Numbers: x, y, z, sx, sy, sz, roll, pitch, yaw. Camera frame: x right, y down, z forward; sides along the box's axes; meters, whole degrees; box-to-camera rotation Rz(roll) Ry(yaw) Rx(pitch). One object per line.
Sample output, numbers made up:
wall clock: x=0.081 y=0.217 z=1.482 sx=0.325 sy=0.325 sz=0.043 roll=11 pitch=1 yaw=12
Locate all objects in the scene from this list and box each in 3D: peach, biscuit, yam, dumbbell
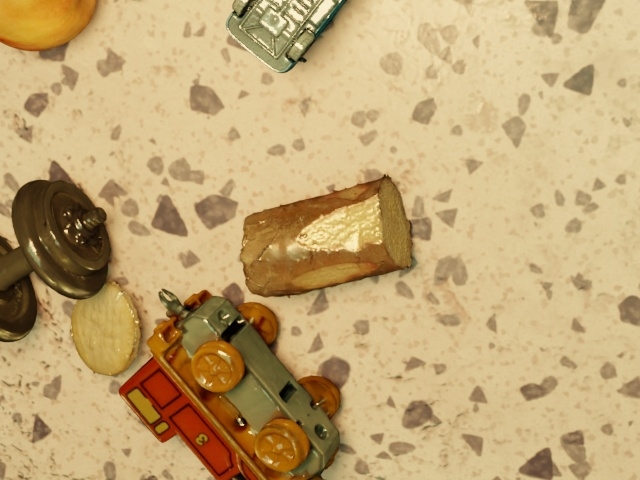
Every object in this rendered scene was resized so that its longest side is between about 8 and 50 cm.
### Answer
peach: x=-0.397 y=-0.344 z=1.518 sx=0.184 sy=0.184 sz=0.184 roll=3 pitch=105 yaw=12
biscuit: x=-0.326 y=0.133 z=1.677 sx=0.152 sy=0.020 sz=0.152 roll=3 pitch=95 yaw=38
yam: x=0.001 y=0.001 z=1.547 sx=0.238 sy=0.129 sz=0.128 roll=-13 pitch=136 yaw=16
dumbbell: x=-0.430 y=0.030 z=1.615 sx=0.290 sy=0.192 sz=0.192 roll=-28 pitch=97 yaw=17

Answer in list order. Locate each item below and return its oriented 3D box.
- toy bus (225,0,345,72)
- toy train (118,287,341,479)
toy bus: x=-0.008 y=-0.344 z=1.451 sx=0.113 sy=0.134 sz=0.246 roll=39 pitch=108 yaw=-2
toy train: x=-0.136 y=0.231 z=1.619 sx=0.231 sy=0.163 sz=0.369 roll=-38 pitch=94 yaw=31
